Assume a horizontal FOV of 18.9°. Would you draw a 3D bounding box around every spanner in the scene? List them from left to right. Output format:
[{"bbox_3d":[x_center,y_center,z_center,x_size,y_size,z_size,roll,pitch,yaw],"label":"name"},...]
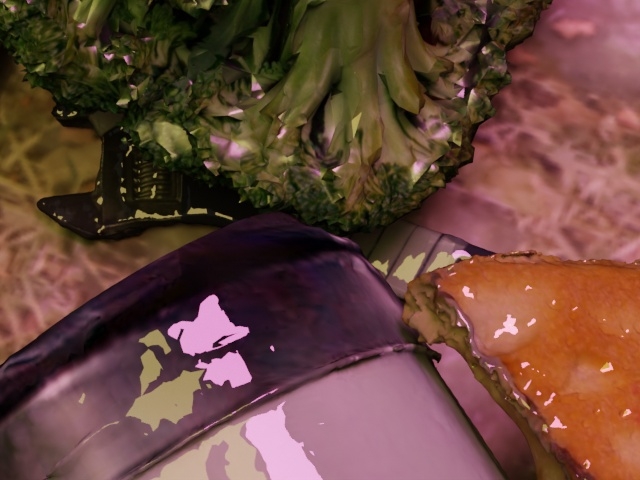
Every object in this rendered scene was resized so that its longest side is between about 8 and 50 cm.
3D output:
[{"bbox_3d":[0.000,0.000,0.968,0.316,0.024,0.087,21,78,12],"label":"spanner"}]

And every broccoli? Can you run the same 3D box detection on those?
[{"bbox_3d":[-0.014,-0.157,0.895,0.308,0.275,0.308,0,90,-16],"label":"broccoli"}]

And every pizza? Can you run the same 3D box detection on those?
[{"bbox_3d":[0.125,0.087,0.796,0.204,0.080,0.188,13,50,-15],"label":"pizza"}]

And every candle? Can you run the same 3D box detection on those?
[{"bbox_3d":[0.001,0.170,0.810,0.221,0.221,0.342,-32,75,-4],"label":"candle"}]
